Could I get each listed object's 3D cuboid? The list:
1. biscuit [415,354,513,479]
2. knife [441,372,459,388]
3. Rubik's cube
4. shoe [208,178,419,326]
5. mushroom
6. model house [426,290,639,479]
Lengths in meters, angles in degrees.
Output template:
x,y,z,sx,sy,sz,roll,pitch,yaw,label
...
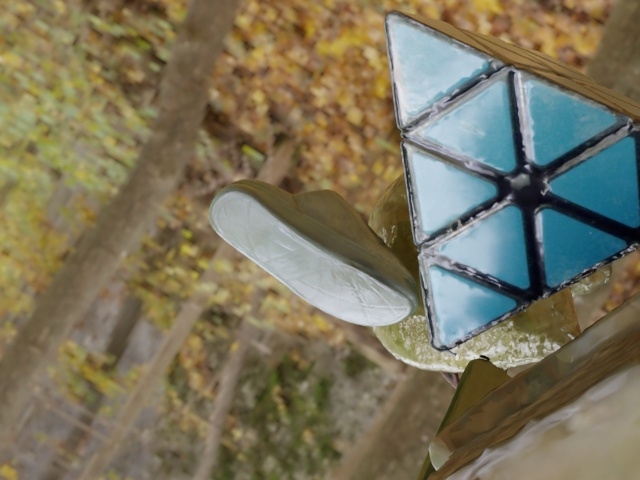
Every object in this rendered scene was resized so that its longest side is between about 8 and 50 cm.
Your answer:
x,y,z,sx,sy,sz,roll,pitch,yaw,label
0.118,0.234,1.227,0.099,0.038,0.322,31,-132,-3,biscuit
0.122,0.100,1.741,0.018,0.035,0.247,15,-156,-29,knife
0.174,-0.071,1.201,0.233,0.229,0.228,65,162,14,Rubik's cube
0.000,0.000,1.597,0.251,0.103,0.100,30,-135,-8,shoe
0.184,0.024,1.649,0.292,0.212,0.217,1,-143,9,mushroom
0.265,0.295,1.081,0.445,0.395,0.400,53,-167,4,model house
